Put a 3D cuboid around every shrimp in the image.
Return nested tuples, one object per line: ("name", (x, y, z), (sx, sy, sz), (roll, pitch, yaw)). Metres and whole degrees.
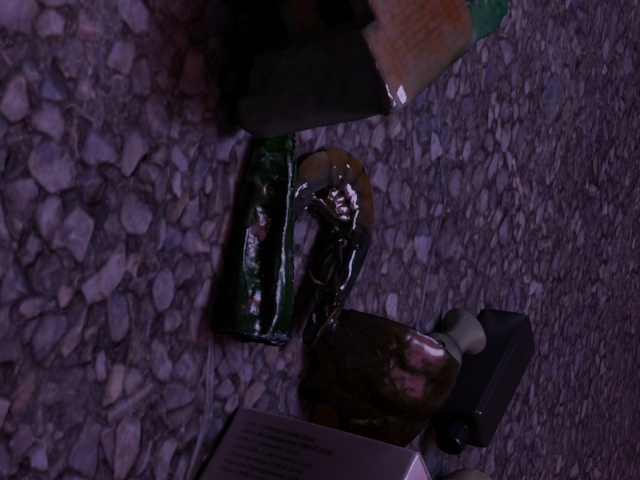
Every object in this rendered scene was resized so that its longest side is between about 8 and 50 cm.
("shrimp", (0.000, 0.000, 1.159), (0.150, 0.051, 0.217), (40, 58, -50))

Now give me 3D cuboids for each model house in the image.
("model house", (0.004, -0.297, 0.996), (0.267, 0.194, 0.325), (-43, 119, -44))

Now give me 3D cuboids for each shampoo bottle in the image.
("shampoo bottle", (0.231, 0.206, 1.567), (0.246, 0.080, 0.079), (-54, 138, -40))

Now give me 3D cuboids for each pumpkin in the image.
("pumpkin", (0.079, 0.195, 1.243), (0.254, 0.149, 0.130), (61, 38, -48))

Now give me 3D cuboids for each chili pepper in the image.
("chili pepper", (-0.048, -0.012, 1.065), (0.088, 0.059, 0.227), (20, 77, -60))

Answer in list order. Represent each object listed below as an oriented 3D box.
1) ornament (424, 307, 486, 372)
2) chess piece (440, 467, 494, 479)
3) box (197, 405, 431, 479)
("ornament", (0.161, 0.149, 1.444), (0.075, 0.081, 0.156), (58, 34, -1))
("chess piece", (0.178, 0.383, 1.481), (0.261, 0.142, 0.143), (-16, 111, -63))
("box", (-0.034, 0.295, 1.011), (0.252, 0.203, 0.106), (-61, 144, -33))
